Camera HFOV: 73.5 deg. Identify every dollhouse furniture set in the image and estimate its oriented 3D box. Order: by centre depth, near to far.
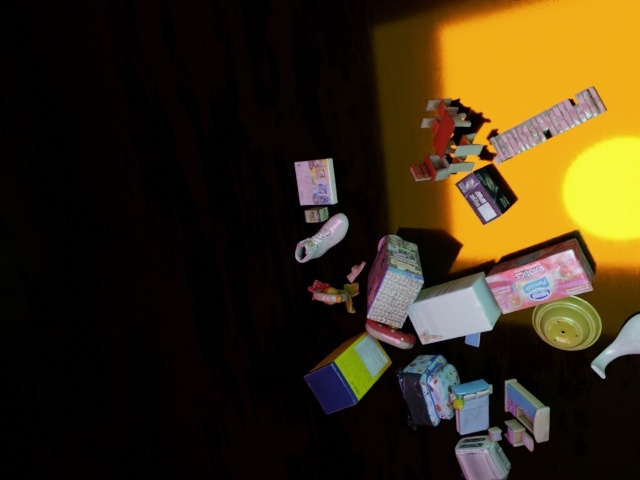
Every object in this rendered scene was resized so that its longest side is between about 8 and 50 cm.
[{"bbox_3d":[0.419,-0.328,1.509,0.259,0.135,0.262,96,163,-52],"label":"dollhouse furniture set"},{"bbox_3d":[0.656,0.701,1.612,0.303,0.198,0.286,-8,104,-8],"label":"dollhouse furniture set"}]

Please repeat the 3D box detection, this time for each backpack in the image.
[{"bbox_3d":[0.459,0.598,1.775,0.213,0.263,0.276,-8,103,31],"label":"backpack"}]

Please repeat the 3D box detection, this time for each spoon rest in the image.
[{"bbox_3d":[1.029,0.346,1.419,0.137,0.084,0.276,49,113,11],"label":"spoon rest"}]

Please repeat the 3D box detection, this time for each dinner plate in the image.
[{"bbox_3d":[0.310,0.045,1.853,0.141,0.017,0.141,13,113,33],"label":"dinner plate"}]

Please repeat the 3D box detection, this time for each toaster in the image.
[{"bbox_3d":[0.674,0.924,1.815,0.227,0.129,0.146,-29,84,40],"label":"toaster"}]

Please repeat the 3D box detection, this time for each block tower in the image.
[{"bbox_3d":[0.718,-0.366,1.385,0.335,0.091,0.097,-29,87,37],"label":"block tower"}]

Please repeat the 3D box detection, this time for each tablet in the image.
[{"bbox_3d":[0.623,0.390,1.751,0.054,0.006,0.083,11,110,32],"label":"tablet"}]

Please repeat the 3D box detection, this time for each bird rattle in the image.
[{"bbox_3d":[0.050,0.244,1.996,0.253,0.207,0.143,14,94,21],"label":"bird rattle"}]

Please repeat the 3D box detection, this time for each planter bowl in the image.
[{"bbox_3d":[0.857,0.306,1.506,0.217,0.090,0.217,11,110,32],"label":"planter bowl"}]

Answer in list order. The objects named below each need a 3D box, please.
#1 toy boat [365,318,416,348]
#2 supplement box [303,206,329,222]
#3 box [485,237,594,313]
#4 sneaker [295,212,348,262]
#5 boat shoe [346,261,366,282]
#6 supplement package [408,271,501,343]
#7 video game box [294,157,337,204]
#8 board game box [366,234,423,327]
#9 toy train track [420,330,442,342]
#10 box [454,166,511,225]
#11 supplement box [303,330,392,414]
[{"bbox_3d":[0.317,0.378,1.899,0.231,0.151,0.151,18,84,29],"label":"toy boat"},{"bbox_3d":[-0.018,-0.120,1.986,0.083,0.083,0.056,0,106,34],"label":"supplement box"},{"bbox_3d":[0.756,0.128,1.486,0.300,0.142,0.154,-27,90,38],"label":"box"},{"bbox_3d":[0.000,0.000,1.961,0.108,0.169,0.292,49,125,14],"label":"sneaker"},{"bbox_3d":[0.162,0.139,1.965,0.045,0.050,0.135,42,124,11],"label":"boat shoe"},{"bbox_3d":[0.518,0.265,1.676,0.293,0.175,0.177,-24,91,38],"label":"supplement package"},{"bbox_3d":[-0.021,-0.267,1.964,0.187,0.048,0.205,3,107,36],"label":"video game box"},{"bbox_3d":[0.290,0.156,1.713,0.141,0.291,0.232,17,118,-2],"label":"board game box"},{"bbox_3d":[0.430,0.372,1.657,0.083,0.014,0.048,-4,98,30],"label":"toy train track"},{"bbox_3d":[0.577,-0.159,1.515,0.077,0.147,0.180,-37,82,37],"label":"box"},{"bbox_3d":[0.131,0.583,1.937,0.195,0.356,0.194,-37,82,37],"label":"supplement box"}]
